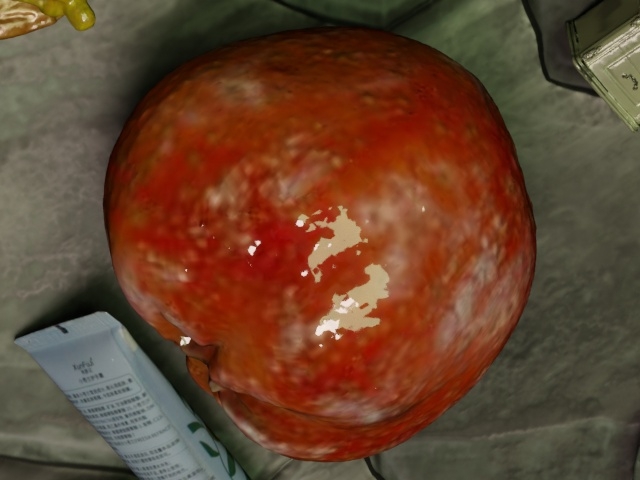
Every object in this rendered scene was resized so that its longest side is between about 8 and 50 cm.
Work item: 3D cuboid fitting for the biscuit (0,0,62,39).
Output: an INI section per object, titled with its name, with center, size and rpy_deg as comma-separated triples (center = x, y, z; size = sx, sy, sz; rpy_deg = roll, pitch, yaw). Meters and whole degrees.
[biscuit]
center = -0.211, -0.199, 1.131
size = 0.224, 0.033, 0.144
rpy_deg = -10, 108, -15

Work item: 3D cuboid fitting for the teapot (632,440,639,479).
[teapot]
center = 0.359, 0.188, 1.342
size = 0.171, 0.225, 0.203
rpy_deg = 34, 92, -25

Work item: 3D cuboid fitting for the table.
[table]
center = 0.232, -0.138, 1.276
size = 0.083, 0.062, 0.079
rpy_deg = -35, 118, 22

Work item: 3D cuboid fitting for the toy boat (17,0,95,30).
[toy boat]
center = -0.279, -0.185, 1.025
size = 0.318, 0.141, 0.099
rpy_deg = 4, 64, -31

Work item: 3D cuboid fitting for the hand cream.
[hand cream]
center = -0.100, 0.152, 1.253
size = 0.271, 0.091, 0.058
rpy_deg = 52, 43, -25

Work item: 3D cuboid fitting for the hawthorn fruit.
[hawthorn fruit]
center = 0.000, 0.000, 1.153
size = 0.284, 0.284, 0.284
rpy_deg = -5, 107, -18
